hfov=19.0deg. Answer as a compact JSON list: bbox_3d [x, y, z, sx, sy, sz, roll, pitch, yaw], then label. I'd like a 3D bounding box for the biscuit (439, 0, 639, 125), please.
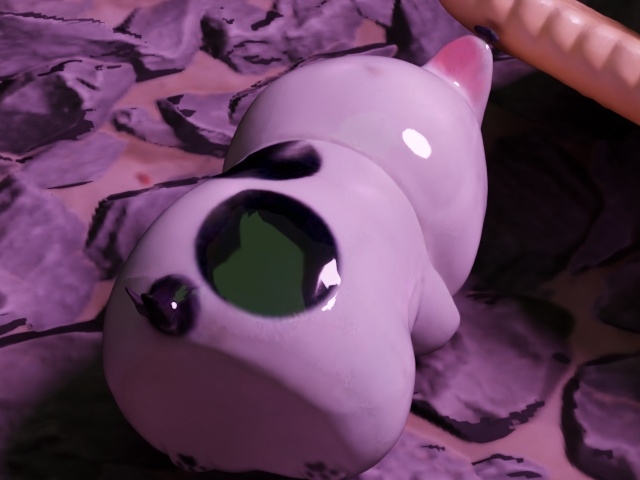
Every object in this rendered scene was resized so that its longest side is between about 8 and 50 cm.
[{"bbox_3d":[0.165,-0.035,0.718,0.249,0.030,0.160,35,13,31],"label":"biscuit"}]

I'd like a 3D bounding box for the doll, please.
[{"bbox_3d":[-0.002,0.006,0.678,0.110,0.107,0.181,-1,32,30],"label":"doll"}]
